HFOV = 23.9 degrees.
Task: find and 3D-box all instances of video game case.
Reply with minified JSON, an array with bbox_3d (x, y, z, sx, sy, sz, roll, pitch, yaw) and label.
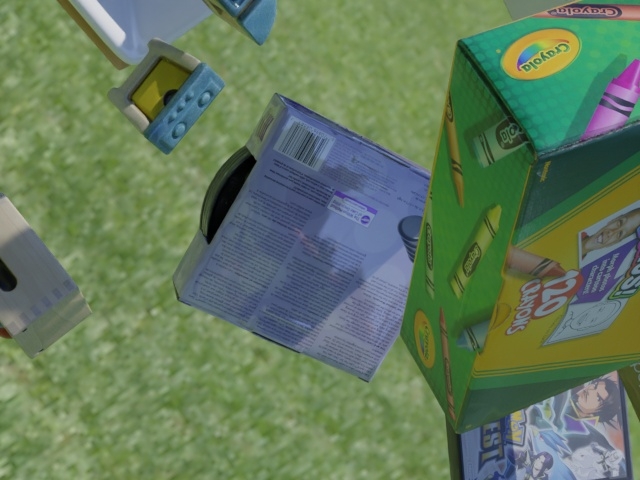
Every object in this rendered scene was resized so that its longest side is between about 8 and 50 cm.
[{"bbox_3d":[0.272,0.183,1.911,0.035,0.248,0.275,167,-81,-68],"label":"video game case"}]

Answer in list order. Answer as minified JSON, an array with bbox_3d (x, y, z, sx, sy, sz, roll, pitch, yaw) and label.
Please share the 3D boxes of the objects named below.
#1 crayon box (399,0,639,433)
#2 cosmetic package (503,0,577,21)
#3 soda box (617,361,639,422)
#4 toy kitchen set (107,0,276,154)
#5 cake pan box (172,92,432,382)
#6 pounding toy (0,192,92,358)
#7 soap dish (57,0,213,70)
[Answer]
[{"bbox_3d":[0.145,-0.016,0.823,0.278,0.165,0.081,95,-30,-56],"label":"crayon box"},{"bbox_3d":[0.261,-0.331,1.432,0.156,0.217,0.385,-39,109,-44],"label":"cosmetic package"},{"bbox_3d":[0.383,0.143,1.799,0.181,0.058,0.061,67,22,7],"label":"soda box"},{"bbox_3d":[-0.119,-0.173,1.222,0.122,0.166,0.207,38,-3,31],"label":"toy kitchen set"},{"bbox_3d":[0.000,0.000,1.657,0.267,0.245,0.070,24,11,-21],"label":"cake pan box"},{"bbox_3d":[-0.290,0.033,1.353,0.141,0.100,0.130,50,-11,11],"label":"pounding toy"},{"bbox_3d":[-0.177,-0.323,1.381,0.291,0.229,0.118,51,6,-45],"label":"soap dish"}]
